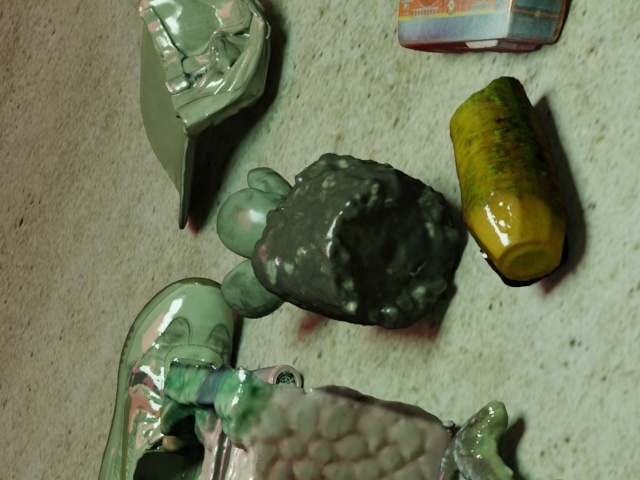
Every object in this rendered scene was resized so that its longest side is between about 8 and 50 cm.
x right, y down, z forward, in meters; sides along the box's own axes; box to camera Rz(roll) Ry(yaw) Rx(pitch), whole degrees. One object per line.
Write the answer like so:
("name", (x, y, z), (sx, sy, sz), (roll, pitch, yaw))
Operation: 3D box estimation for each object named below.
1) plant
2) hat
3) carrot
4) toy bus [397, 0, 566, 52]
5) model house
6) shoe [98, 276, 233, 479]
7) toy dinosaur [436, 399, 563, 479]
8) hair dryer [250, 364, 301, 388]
("plant", (0.002, -0.002, 1.657), (0.274, 0.149, 0.146), (2, 63, 60))
("hat", (-0.116, -0.150, 2.043), (0.245, 0.149, 0.214), (80, 171, -50))
("carrot", (0.143, -0.047, 1.474), (0.082, 0.082, 0.173), (-52, 38, 37))
("toy bus", (0.133, -0.194, 1.590), (0.192, 0.065, 0.077), (6, 94, 63))
("model house", (-0.043, 0.235, 1.550), (0.237, 0.202, 0.237), (-5, 72, 62))
("shoe", (-0.144, 0.172, 1.896), (0.098, 0.103, 0.275), (27, 107, 61))
("toy dinosaur", (0.110, 0.263, 1.394), (0.162, 0.077, 0.294), (-9, 55, 66))
("hair dryer", (-0.047, 0.175, 1.782), (0.063, 0.037, 0.114), (-15, 71, 58))
